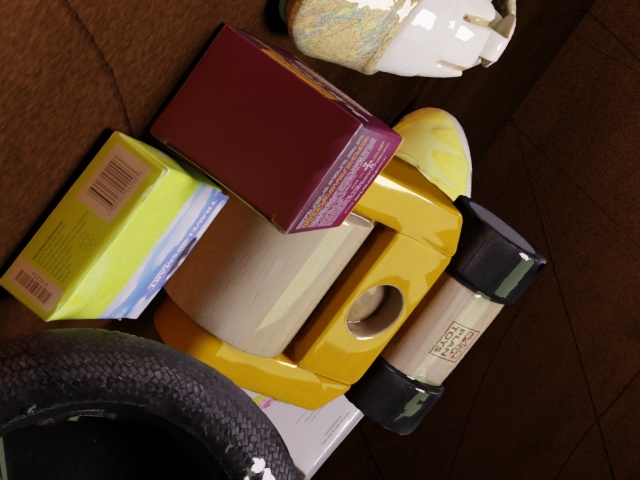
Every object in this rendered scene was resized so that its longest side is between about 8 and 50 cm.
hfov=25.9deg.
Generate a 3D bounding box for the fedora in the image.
[{"bbox_3d":[-0.170,0.200,0.832,0.334,0.334,0.152,-52,-158,-2],"label":"fedora"}]

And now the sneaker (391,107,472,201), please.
[{"bbox_3d":[0.057,-0.009,1.521,0.385,0.145,0.147,-58,157,-28],"label":"sneaker"}]

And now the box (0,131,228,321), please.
[{"bbox_3d":[-0.116,-0.004,0.833,0.109,0.042,0.178,-52,173,2],"label":"box"}]

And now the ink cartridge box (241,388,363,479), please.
[{"bbox_3d":[-0.046,0.173,1.597,0.127,0.176,0.128,-48,171,-13],"label":"ink cartridge box"}]

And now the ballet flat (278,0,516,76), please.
[{"bbox_3d":[0.077,-0.164,0.989,0.123,0.123,0.348,-55,172,17],"label":"ballet flat"}]

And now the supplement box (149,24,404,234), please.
[{"bbox_3d":[-0.020,-0.067,0.885,0.081,0.104,0.188,-54,173,8],"label":"supplement box"}]

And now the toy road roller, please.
[{"bbox_3d":[0.000,0.000,1.171,0.329,0.240,0.202,23,109,-44],"label":"toy road roller"}]
